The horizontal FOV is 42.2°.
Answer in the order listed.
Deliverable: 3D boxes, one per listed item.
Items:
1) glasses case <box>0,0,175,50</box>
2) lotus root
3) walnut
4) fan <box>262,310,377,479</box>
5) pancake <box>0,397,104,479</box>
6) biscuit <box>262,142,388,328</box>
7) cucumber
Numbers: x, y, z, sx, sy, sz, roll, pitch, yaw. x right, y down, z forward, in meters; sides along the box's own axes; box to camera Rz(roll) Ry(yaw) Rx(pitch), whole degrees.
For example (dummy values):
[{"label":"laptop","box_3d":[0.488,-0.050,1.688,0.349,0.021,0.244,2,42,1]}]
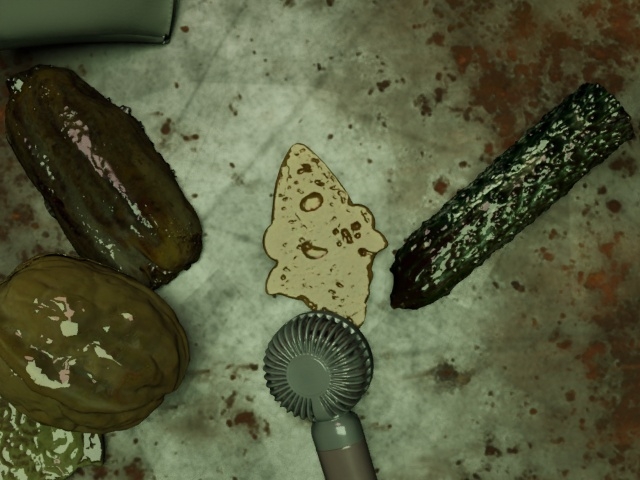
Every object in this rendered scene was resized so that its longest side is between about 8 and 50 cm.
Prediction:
[{"label":"glasses case","box_3d":[-0.324,-0.293,1.002,0.308,0.083,0.128,-12,107,-28]},{"label":"lotus root","box_3d":[-0.280,-0.086,1.025,0.167,0.078,0.329,-39,87,-3]},{"label":"walnut","box_3d":[-0.277,0.120,0.954,0.245,0.198,0.198,30,87,-12]},{"label":"fan","box_3d":[0.012,0.207,1.005,0.130,0.074,0.244,-14,95,19]},{"label":"pancake","box_3d":[-0.382,0.260,1.028,0.212,0.029,0.235,44,87,5]},{"label":"biscuit","box_3d":[0.000,0.000,1.036,0.163,0.035,0.250,-13,91,-4]},{"label":"cucumber","box_3d":[0.215,-0.045,1.010,0.359,0.096,0.096,-39,87,-1]}]
